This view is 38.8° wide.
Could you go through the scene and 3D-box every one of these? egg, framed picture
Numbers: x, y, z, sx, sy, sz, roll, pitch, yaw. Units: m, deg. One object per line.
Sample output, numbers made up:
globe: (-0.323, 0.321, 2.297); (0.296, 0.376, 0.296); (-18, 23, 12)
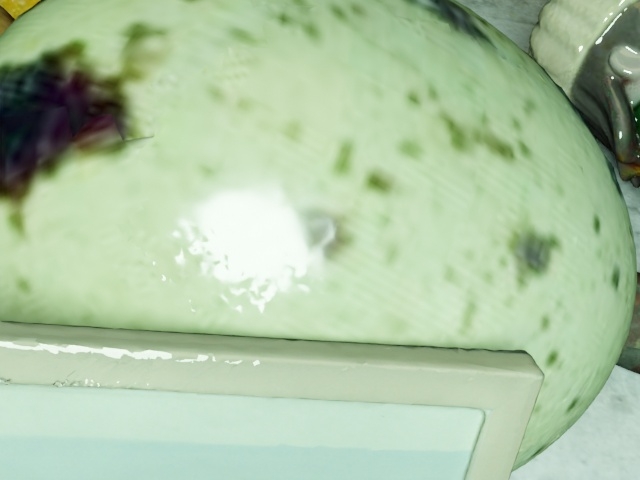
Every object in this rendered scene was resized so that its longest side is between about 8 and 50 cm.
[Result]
egg: (0.000, 0.000, 0.478); (0.379, 0.288, 0.288); (5, 45, -28)
framed picture: (-0.102, 0.141, 0.341); (0.334, 0.247, 0.022); (6, 23, -16)

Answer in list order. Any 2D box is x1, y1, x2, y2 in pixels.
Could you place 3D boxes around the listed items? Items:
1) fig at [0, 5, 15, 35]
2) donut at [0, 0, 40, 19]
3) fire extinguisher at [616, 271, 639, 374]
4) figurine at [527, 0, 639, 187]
fig: (-0.257, -0.058, 0.536); (0.205, 0.205, 0.205); (11, 44, -10)
donut: (-0.236, -0.306, 0.710); (0.302, 0.303, 0.110); (-3, 22, -24)
fire extinguisher: (0.185, 0.052, 0.664); (0.267, 0.072, 0.089); (21, 78, 0)
figurine: (0.299, -0.108, 0.807); (0.185, 0.204, 0.333); (32, 49, -56)
